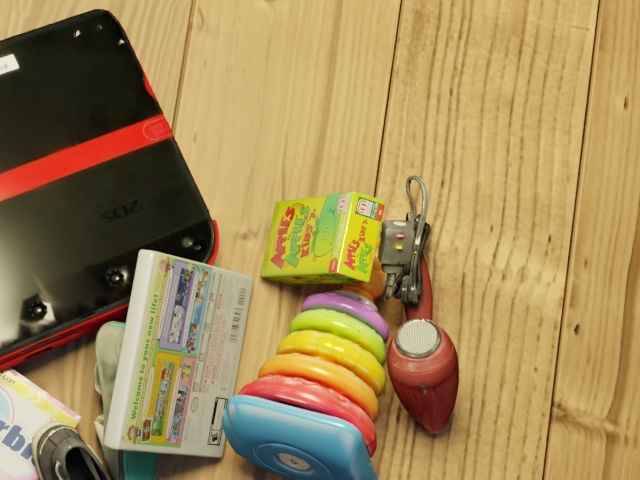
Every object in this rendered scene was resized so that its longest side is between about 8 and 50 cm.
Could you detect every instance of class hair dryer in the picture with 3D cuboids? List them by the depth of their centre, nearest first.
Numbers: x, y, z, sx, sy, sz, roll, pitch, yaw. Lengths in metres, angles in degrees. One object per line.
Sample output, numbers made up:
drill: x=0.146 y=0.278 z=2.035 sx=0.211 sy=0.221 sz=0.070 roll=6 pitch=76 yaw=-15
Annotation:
hair dryer: x=0.124 y=0.086 z=1.838 sx=0.080 sy=0.223 sz=0.293 roll=0 pitch=105 yaw=13

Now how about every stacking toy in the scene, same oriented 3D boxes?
stacking toy: x=0.020 y=0.119 z=1.829 sx=0.166 sy=0.175 sz=0.301 roll=12 pitch=62 yaw=19

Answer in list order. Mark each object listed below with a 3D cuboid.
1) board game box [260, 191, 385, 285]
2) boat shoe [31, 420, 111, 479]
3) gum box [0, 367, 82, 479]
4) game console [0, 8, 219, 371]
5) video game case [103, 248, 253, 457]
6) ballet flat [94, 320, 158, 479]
board game box: x=0.000 y=0.000 z=1.810 sx=0.043 sy=0.181 sz=0.092 roll=16 pitch=80 yaw=-28
boat shoe: x=-0.250 y=0.292 z=1.749 sx=0.075 sy=0.065 sz=0.206 roll=-32 pitch=116 yaw=-27
gum box: x=-0.370 y=0.185 z=1.771 sx=0.188 sy=0.062 sz=0.107 roll=36 pitch=77 yaw=-6
game console: x=-0.329 y=-0.051 z=1.783 sx=0.387 sy=0.060 sz=0.342 roll=-23 pitch=83 yaw=-27
video game case: x=-0.152 y=0.128 z=1.772 sx=0.023 sy=0.193 sz=0.212 roll=7 pitch=85 yaw=33
ballet flat: x=-0.219 y=0.187 z=1.792 sx=0.068 sy=0.072 sz=0.213 roll=16 pitch=115 yaw=29
